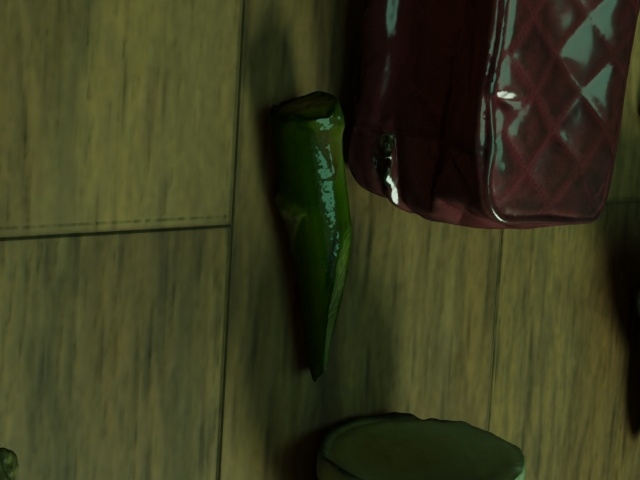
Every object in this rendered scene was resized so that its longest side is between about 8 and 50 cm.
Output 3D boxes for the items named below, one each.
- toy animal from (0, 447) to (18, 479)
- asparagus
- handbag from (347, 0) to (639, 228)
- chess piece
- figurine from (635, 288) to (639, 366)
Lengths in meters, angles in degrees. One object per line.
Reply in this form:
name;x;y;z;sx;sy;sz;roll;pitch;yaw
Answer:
toy animal;-0.208;0.124;0.963;0.214;0.094;0.186;8;88;-38
asparagus;0.000;0.000;1.169;0.045;0.041;0.178;-19;112;-32
handbag;0.108;-0.119;1.191;0.146;0.135;0.225;-3;104;-45
chess piece;0.054;0.244;1.223;0.133;0.133;0.243;-11;112;-43
figurine;0.323;0.023;1.429;0.193;0.140;0.265;74;33;-54
